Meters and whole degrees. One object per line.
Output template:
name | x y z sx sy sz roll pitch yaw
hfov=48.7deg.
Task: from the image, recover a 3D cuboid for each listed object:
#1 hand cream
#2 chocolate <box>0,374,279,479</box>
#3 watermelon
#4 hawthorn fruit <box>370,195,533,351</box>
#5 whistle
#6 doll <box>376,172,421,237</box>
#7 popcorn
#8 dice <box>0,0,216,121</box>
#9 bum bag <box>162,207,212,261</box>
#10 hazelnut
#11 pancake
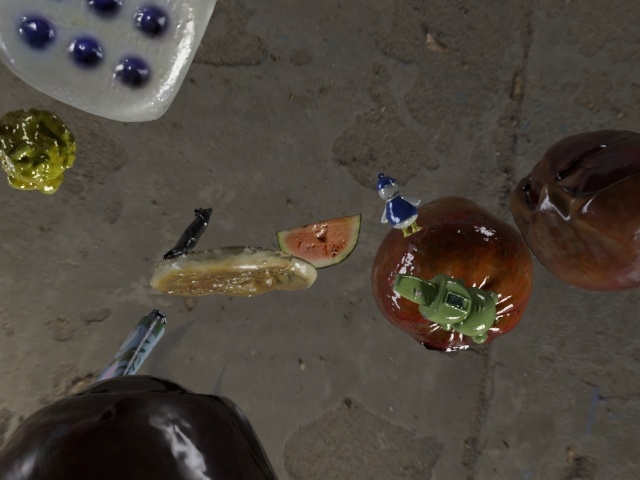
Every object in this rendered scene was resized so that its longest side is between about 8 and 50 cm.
hand cream | -0.370 0.234 1.362 0.088 0.256 0.055 -4 128 27
chocolate | -0.183 0.316 0.744 0.383 0.384 0.332 -16 56 -3
watermelon | -0.001 0.004 1.316 0.163 0.069 0.087 -11 99 -7
hawthorn fruit | 0.330 0.067 1.784 0.402 0.403 0.403 0 88 -3
whistle | 0.236 0.116 1.319 0.227 0.085 0.105 21 79 -15
doll | 0.156 -0.076 1.455 0.098 0.057 0.143 -32 88 30
popcorn | -0.658 -0.209 1.629 0.197 0.155 0.198 15 62 -29
dice | -0.219 -0.253 0.744 0.193 0.192 0.194 23 116 -21
bum bag | -0.311 -0.009 1.653 0.049 0.087 0.198 41 60 -18
hazelnut | 0.285 -0.037 0.683 0.160 0.201 0.170 48 61 1
pancake | -0.141 0.056 1.140 0.282 0.282 0.049 -4 76 -3
